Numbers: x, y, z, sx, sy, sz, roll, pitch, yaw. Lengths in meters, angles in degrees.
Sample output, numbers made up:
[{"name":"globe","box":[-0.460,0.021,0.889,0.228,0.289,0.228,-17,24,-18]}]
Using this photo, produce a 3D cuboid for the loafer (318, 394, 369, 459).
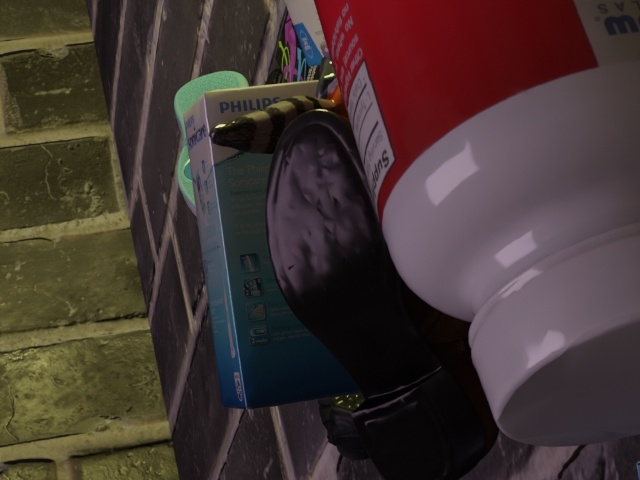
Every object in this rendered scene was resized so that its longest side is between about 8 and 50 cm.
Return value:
[{"name":"loafer","box":[0.046,0.199,1.683,0.223,0.076,0.078,161,96,-80]}]

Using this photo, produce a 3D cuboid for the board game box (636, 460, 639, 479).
[{"name":"board game box","box":[0.262,0.211,0.932,0.211,0.039,0.160,155,107,-74]}]

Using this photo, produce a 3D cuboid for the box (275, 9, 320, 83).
[{"name":"box","box":[-0.007,-0.211,1.719,0.162,0.029,0.116,-117,36,-50]}]

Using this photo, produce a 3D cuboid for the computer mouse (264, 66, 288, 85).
[{"name":"computer mouse","box":[-0.010,-0.152,1.803,0.242,0.041,0.071,40,117,62]}]

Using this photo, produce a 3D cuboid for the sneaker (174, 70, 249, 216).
[{"name":"sneaker","box":[-0.095,-0.055,1.915,0.319,0.127,0.208,-99,-7,-56]}]

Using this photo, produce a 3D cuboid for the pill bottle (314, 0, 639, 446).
[{"name":"pill bottle","box":[0.128,-0.098,0.918,0.229,0.229,0.407,107,151,-58]}]

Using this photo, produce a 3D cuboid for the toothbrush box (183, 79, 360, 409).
[{"name":"toothbrush box","box":[0.000,0.000,1.471,0.126,0.216,0.295,164,97,-75]}]

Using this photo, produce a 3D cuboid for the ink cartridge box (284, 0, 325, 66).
[{"name":"ink cartridge box","box":[-0.003,-0.292,1.504,0.231,0.078,0.134,69,167,-8]}]

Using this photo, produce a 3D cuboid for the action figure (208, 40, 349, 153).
[{"name":"action figure","box":[0.043,-0.154,1.235,0.330,0.179,0.341,-57,-29,-65]}]

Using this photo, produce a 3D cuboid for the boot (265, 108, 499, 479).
[{"name":"boot","box":[0.087,0.015,1.094,0.264,0.096,0.280,62,-151,-1]}]
